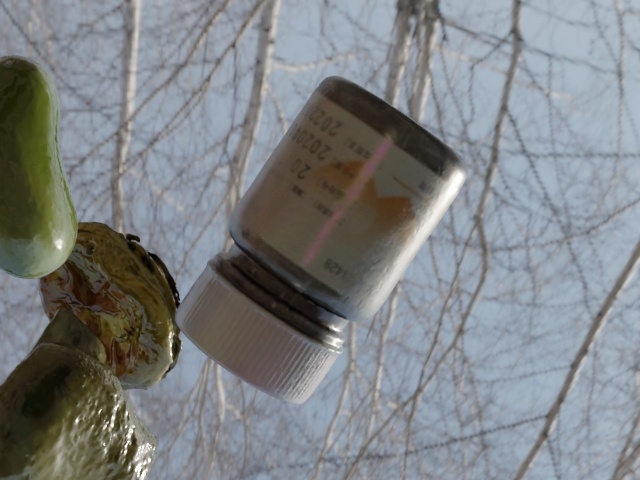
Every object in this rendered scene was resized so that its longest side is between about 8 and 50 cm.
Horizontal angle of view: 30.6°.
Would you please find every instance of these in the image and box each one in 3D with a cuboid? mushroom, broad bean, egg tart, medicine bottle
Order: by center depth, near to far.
[{"bbox_3d":[-0.110,-0.027,0.408,0.045,0.063,0.083,-18,-107,4],"label":"broad bean"},{"bbox_3d":[0.000,0.000,1.080,0.165,0.165,0.273,34,-87,12],"label":"medicine bottle"},{"bbox_3d":[-0.292,0.238,1.300,0.217,0.212,0.292,42,-128,-6],"label":"mushroom"},{"bbox_3d":[-0.262,0.077,1.499,0.241,0.241,0.106,39,-139,16],"label":"egg tart"}]
